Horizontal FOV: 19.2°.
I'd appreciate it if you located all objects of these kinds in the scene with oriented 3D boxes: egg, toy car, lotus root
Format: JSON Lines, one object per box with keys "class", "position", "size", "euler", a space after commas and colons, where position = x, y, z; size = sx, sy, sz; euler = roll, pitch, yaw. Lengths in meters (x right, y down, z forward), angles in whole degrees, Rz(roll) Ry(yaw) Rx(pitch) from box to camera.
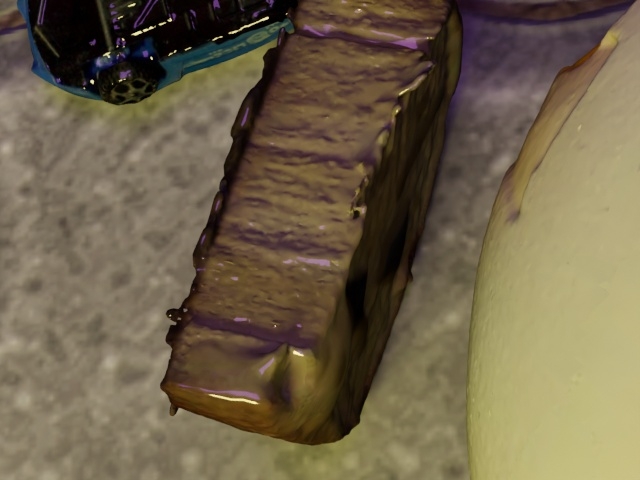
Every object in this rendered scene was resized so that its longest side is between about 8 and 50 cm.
{"class": "egg", "position": [0.192, 0.049, 0.689], "size": [0.283, 0.283, 0.345], "euler": [19, 81, 20]}
{"class": "toy car", "position": [-0.049, -0.133, 0.947], "size": [0.216, 0.063, 0.103], "euler": [-20, 70, 16]}
{"class": "lotus root", "position": [0.000, 0.000, 0.813], "size": [0.074, 0.170, 0.261], "euler": [12, 56, 9]}
